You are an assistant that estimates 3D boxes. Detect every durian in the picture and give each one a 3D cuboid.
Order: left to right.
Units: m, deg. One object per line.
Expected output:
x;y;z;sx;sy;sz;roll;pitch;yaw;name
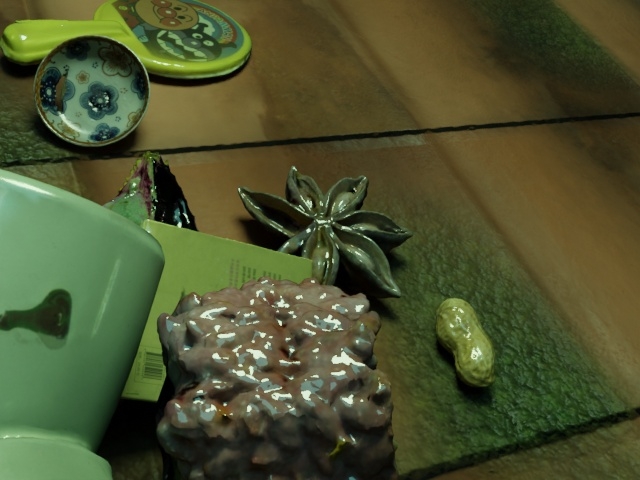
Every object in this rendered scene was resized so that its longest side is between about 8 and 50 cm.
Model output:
-0.194;0.003;0.827;0.108;0.119;0.186;-24;43;11;durian

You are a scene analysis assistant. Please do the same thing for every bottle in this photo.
-0.246;0.137;0.524;0.229;0.229;0.351;15;74;-2;bottle

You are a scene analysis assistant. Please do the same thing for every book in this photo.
-0.091;0.077;0.734;0.192;0.013;0.167;16;65;-31;book

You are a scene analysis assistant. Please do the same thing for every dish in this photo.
-0.285;-0.182;0.988;0.141;0.078;0.141;0;87;-6;dish

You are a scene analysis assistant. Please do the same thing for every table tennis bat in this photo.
-0.272;-0.298;1.120;0.369;0.054;0.224;-15;51;-34;table tennis bat

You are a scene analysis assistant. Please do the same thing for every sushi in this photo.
-0.041;0.160;0.571;0.171;0.270;0.236;0;33;-12;sushi

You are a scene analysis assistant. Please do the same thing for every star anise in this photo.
0.014;-0.005;0.895;0.197;0.073;0.212;-5;50;-16;star anise

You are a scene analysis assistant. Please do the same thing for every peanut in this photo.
0.157;0.111;0.840;0.054;0.054;0.113;-3;47;-20;peanut

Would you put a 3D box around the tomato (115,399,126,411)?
-0.250;0.089;0.709;0.173;0.099;0.189;16;78;-20;tomato
